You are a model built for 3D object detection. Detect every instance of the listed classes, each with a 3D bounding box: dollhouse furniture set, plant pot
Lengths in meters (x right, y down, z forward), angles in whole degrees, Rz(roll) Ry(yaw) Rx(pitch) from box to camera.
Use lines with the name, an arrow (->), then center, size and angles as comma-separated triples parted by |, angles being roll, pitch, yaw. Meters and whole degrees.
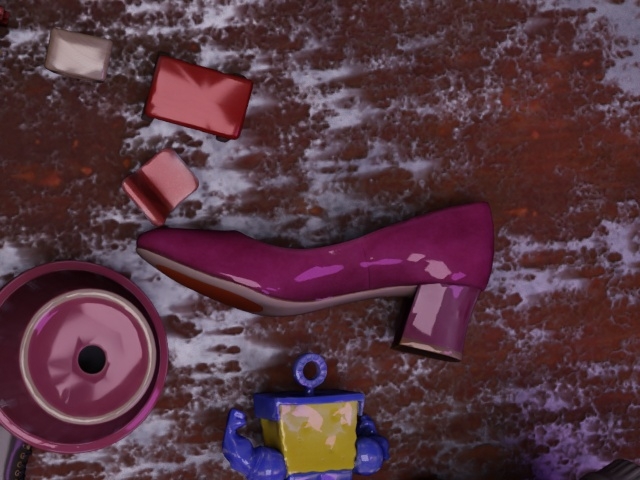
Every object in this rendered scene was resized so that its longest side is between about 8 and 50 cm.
dollhouse furniture set -> -0.269, -0.119, 1.259 | 0.374, 0.152, 0.201 | 14, 94, -11
plant pot -> -0.242, 0.115, 1.257 | 0.201, 0.180, 0.201 | 2, 84, -17

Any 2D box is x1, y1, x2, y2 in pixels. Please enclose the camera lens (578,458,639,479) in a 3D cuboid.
camera lens -> 0.248, 0.372, 1.217 | 0.274, 0.219, 0.219 | -36, 101, -11

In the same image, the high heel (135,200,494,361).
high heel -> 0.000, 0.000, 1.354 | 0.377, 0.127, 0.181 | 17, 77, -13

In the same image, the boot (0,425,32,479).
boot -> -0.319, 0.264, 1.337 | 0.198, 0.077, 0.137 | 39, 84, -12

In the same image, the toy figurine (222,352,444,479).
toy figurine -> 0.028, 0.224, 1.328 | 0.363, 0.191, 0.217 | -1, 80, -24
